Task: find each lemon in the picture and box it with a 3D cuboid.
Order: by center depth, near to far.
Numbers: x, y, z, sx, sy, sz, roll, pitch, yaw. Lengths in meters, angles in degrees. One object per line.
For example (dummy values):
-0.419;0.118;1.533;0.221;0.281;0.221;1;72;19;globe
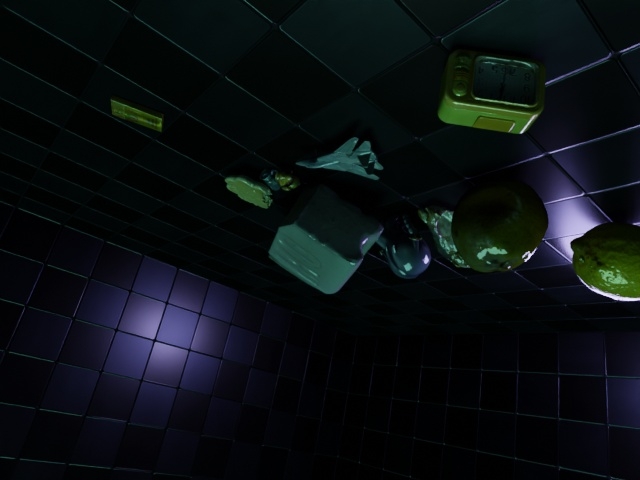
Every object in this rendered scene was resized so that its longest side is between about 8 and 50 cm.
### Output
0.961;0.065;1.462;0.319;0.246;0.245;17;159;2;lemon

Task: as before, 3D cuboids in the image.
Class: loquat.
0.538;-0.040;1.377;0.275;0.284;0.276;11;153;6;loquat

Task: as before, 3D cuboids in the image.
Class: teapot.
-0.169;-0.216;1.619;0.063;0.049;0.083;-3;154;33;teapot

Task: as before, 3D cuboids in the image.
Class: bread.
-0.269;-0.191;1.706;0.181;0.039;0.251;25;167;1;bread

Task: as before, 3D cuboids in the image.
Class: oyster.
0.481;-0.015;1.652;0.337;0.133;0.197;48;168;-34;oyster

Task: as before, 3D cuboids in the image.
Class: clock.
0.361;-0.317;0.966;0.202;0.144;0.096;10;161;4;clock

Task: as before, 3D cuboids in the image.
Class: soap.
0.000;0.000;1.712;0.350;0.213;0.435;37;155;2;soap

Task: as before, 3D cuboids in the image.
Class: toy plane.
0.046;-0.254;1.381;0.267;0.088;0.212;9;159;30;toy plane

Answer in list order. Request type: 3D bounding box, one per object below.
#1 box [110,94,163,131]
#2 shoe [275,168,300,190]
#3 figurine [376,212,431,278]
-0.572;-0.395;1.423;0.156;0.022;0.089;19;157;-17;box
-0.115;-0.209;1.579;0.069;0.072;0.109;10;159;18;shoe
0.299;0.015;1.708;0.265;0.175;0.197;52;170;10;figurine
